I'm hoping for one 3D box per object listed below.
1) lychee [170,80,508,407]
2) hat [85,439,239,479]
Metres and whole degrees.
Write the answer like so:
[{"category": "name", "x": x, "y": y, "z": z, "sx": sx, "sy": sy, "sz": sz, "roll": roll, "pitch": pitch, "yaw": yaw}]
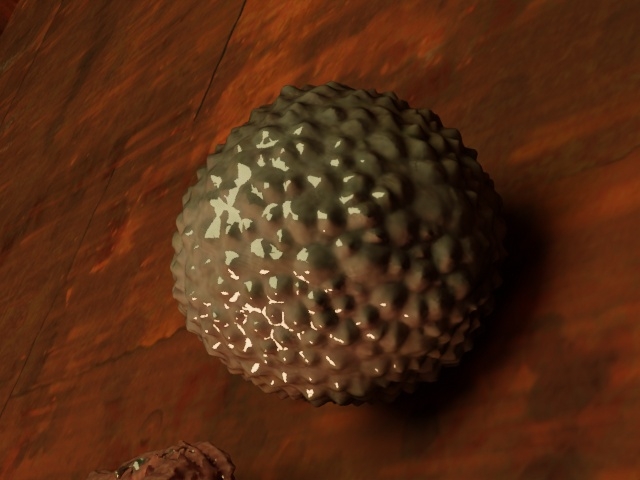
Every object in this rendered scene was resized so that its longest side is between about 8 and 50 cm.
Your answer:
[{"category": "lychee", "x": 0.000, "y": 0.000, "z": 0.679, "sx": 0.197, "sy": 0.165, "sz": 0.165, "roll": 24, "pitch": 83, "yaw": 33}, {"category": "hat", "x": -0.098, "y": 0.199, "z": 0.712, "sx": 0.286, "sy": 0.107, "sz": 0.236, "roll": -38, "pitch": 41, "yaw": 50}]
